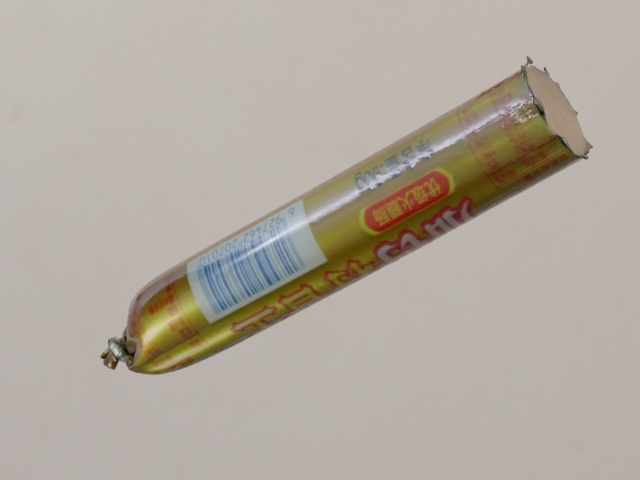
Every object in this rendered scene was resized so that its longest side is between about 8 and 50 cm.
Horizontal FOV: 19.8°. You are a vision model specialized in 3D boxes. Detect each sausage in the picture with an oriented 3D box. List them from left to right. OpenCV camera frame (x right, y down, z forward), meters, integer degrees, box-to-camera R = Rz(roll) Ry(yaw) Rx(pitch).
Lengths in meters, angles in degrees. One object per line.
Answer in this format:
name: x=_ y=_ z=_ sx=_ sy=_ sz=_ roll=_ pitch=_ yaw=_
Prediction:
sausage: x=0.000 y=0.000 z=1.226 sx=0.082 sy=0.371 sz=0.082 roll=51 pitch=21 yaw=-27
